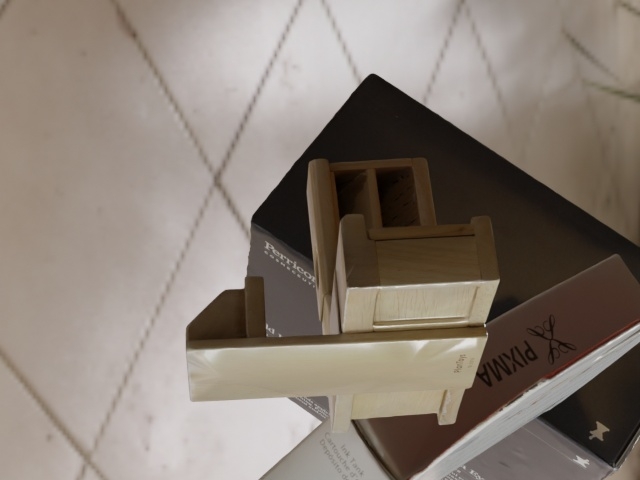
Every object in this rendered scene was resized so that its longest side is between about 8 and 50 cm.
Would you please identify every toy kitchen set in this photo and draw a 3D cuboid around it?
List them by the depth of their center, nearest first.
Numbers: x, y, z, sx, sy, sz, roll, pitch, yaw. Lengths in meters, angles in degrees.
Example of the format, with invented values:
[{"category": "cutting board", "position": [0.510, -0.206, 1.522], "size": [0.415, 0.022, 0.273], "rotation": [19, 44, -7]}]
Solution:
[{"category": "toy kitchen set", "position": [0.000, 0.000, 0.366], "size": [0.083, 0.068, 0.075], "rotation": [95, -10, -61]}]

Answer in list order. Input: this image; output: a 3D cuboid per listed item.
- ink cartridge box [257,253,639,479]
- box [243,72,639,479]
[{"category": "ink cartridge box", "position": [0.112, 0.068, 0.843], "size": [0.275, 0.239, 0.060], "rotation": [-23, 72, -45]}, {"category": "box", "position": [0.115, 0.079, 1.291], "size": [0.179, 0.343, 0.312], "rotation": [-52, 170, -23]}]
